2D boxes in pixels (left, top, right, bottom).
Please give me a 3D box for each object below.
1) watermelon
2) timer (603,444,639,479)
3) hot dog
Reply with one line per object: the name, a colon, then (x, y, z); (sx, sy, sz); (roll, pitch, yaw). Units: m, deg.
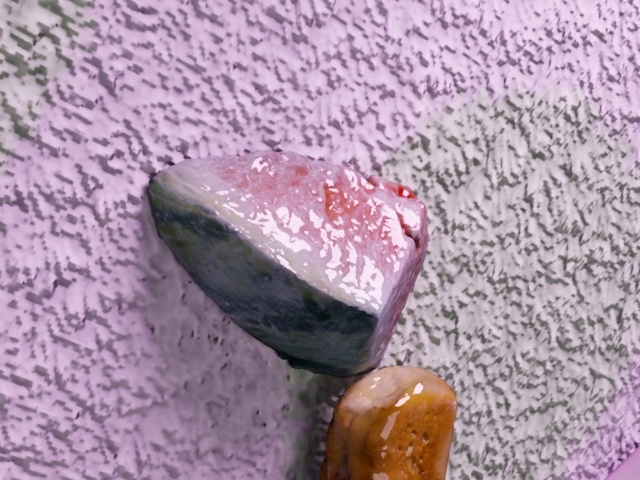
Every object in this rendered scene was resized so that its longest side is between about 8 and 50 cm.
watermelon: (-0.003, 0.008, 0.812); (0.180, 0.081, 0.094); (20, 69, -46)
timer: (0.248, 0.198, 1.070); (0.208, 0.069, 0.191); (-39, 124, -18)
hot dog: (0.030, 0.198, 0.902); (0.087, 0.061, 0.286); (-7, 114, -36)
